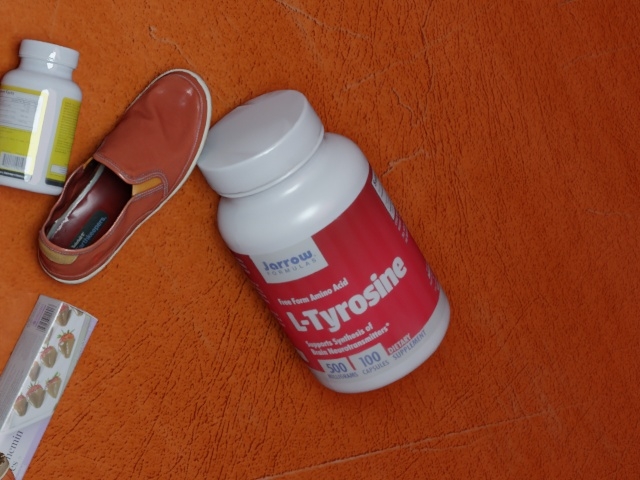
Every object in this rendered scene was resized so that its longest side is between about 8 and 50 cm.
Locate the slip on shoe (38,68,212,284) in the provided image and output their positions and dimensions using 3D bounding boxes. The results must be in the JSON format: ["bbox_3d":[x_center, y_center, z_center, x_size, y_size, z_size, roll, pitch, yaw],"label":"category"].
[{"bbox_3d":[-0.252,-0.090,1.996,0.331,0.123,0.101,-54,169,-15],"label":"slip on shoe"}]

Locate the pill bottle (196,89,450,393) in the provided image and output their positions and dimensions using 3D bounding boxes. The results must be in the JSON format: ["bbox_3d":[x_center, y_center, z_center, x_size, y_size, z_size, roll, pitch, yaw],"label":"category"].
[{"bbox_3d":[0.000,0.000,2.148,0.229,0.229,0.407,-46,122,-23],"label":"pill bottle"}]

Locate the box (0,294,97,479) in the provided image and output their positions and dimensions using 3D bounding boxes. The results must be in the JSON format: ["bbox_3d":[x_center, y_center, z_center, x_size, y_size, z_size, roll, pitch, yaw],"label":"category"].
[{"bbox_3d":[-0.394,0.229,1.984,0.063,0.067,0.324,32,77,-37],"label":"box"}]

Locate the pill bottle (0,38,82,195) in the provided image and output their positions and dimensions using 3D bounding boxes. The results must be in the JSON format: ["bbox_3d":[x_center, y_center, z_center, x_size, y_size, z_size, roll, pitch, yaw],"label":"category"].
[{"bbox_3d":[-0.356,-0.154,1.924,0.103,0.103,0.184,12,90,-39],"label":"pill bottle"}]

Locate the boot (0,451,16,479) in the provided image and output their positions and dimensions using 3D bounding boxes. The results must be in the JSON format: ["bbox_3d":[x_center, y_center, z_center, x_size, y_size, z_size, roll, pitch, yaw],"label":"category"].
[{"bbox_3d":[-0.429,0.343,1.890,0.158,0.059,0.084,-44,128,-35],"label":"boot"}]
